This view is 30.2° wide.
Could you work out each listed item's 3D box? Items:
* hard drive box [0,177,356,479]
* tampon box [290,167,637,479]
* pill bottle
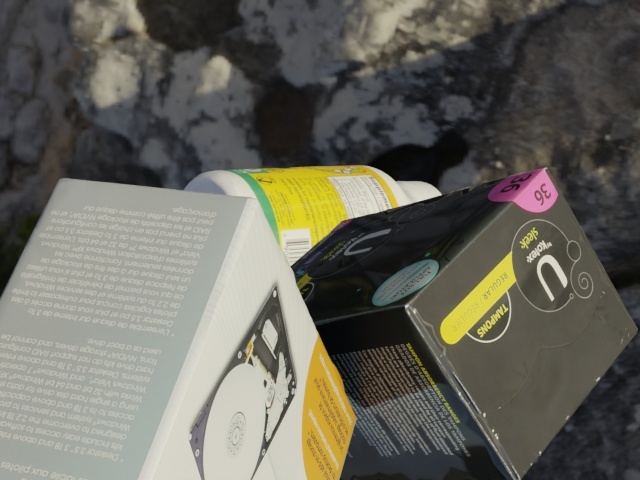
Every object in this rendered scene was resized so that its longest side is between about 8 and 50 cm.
[{"bbox_3d":[-0.074,0.123,0.451,0.089,0.181,0.232,7,58,20],"label":"hard drive box"},{"bbox_3d":[0.050,0.048,0.603,0.161,0.120,0.101,-16,111,51],"label":"tampon box"},{"bbox_3d":[0.000,0.000,0.923,0.117,0.208,0.118,9,101,54],"label":"pill bottle"}]
